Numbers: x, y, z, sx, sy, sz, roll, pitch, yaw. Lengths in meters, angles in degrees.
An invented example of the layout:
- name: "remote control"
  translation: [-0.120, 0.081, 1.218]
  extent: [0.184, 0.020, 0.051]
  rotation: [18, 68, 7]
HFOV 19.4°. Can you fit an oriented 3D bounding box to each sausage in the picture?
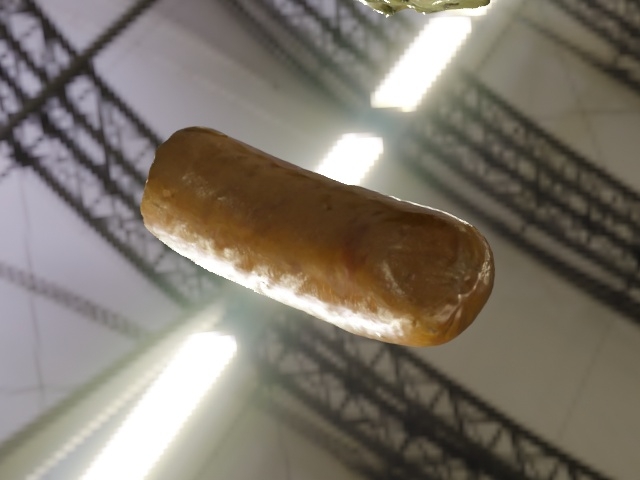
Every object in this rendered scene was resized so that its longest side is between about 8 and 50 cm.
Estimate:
- name: "sausage"
  translation: [-0.001, 0.002, 1.304]
  extent: [0.271, 0.108, 0.109]
  rotation: [21, -141, 32]

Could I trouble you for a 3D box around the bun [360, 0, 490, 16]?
- name: "bun"
  translation: [0.050, -0.224, 1.263]
  extent: [0.239, 0.141, 0.239]
  rotation: [19, -175, -2]
